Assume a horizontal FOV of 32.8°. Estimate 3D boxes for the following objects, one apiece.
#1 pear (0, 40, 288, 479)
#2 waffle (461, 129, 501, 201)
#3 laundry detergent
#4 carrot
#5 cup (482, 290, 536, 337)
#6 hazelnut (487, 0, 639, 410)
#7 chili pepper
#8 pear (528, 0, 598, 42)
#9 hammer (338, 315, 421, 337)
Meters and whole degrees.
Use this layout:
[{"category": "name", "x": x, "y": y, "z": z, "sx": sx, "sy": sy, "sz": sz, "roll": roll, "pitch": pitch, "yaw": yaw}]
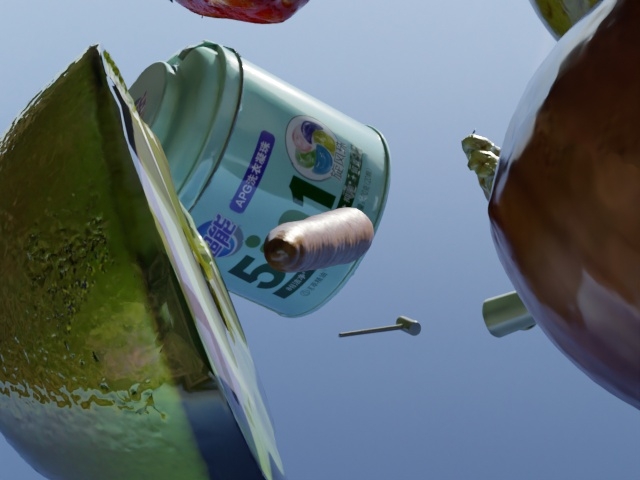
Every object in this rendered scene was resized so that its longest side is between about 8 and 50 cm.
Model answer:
[{"category": "pear", "x": -0.165, "y": 0.056, "z": 0.823, "sx": 0.165, "sy": 0.399, "sz": 0.399, "roll": -22, "pitch": -144, "yaw": -2}, {"category": "waffle", "x": 0.224, "y": -0.022, "z": 1.157, "sx": 0.054, "sy": 0.208, "sz": 0.214, "roll": -36, "pitch": -116, "yaw": 7}, {"category": "laundry detergent", "x": -0.113, "y": -0.084, "z": 1.403, "sx": 0.287, "sy": 0.305, "sz": 0.287, "roll": -40, "pitch": -144, "yaw": 38}, {"category": "carrot", "x": 0.000, "y": 0.000, "z": 0.744, "sx": 0.043, "sy": 0.043, "sz": 0.248, "roll": -23, "pitch": 178, "yaw": 12}, {"category": "cup", "x": 0.269, "y": 0.100, "z": 1.451, "sx": 0.083, "sy": 0.075, "sz": 0.054, "roll": -23, "pitch": -157, "yaw": 33}, {"category": "hazelnut", "x": 0.278, "y": -0.016, "z": 0.651, "sx": 0.315, "sy": 0.372, "sz": 0.372, "roll": -39, "pitch": -146, "yaw": 12}, {"category": "chili pepper", "x": -0.044, "y": -0.197, "z": 0.780, "sx": 0.086, "sy": 0.084, "sz": 0.192, "roll": -14, "pitch": -163, "yaw": -34}, {"category": "pear", "x": 0.300, "y": -0.269, "z": 0.930, "sx": 0.283, "sy": 0.284, "sz": 0.284, "roll": -20, "pitch": -143, "yaw": 16}, {"category": "hammer", "x": 0.073, "y": 0.116, "z": 1.389, "sx": 0.110, "sy": 0.019, "sz": 0.035, "roll": -7, "pitch": -168, "yaw": -25}]
